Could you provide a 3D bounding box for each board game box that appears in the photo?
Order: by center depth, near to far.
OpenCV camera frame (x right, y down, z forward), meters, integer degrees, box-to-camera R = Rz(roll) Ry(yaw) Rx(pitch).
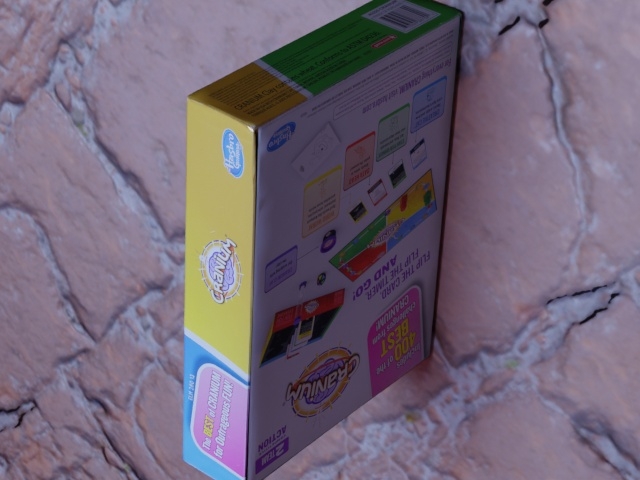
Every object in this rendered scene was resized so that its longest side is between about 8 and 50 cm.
[{"bbox_3d":[0.000,0.000,1.414,0.064,0.242,0.317,25,128,31],"label":"board game box"}]
